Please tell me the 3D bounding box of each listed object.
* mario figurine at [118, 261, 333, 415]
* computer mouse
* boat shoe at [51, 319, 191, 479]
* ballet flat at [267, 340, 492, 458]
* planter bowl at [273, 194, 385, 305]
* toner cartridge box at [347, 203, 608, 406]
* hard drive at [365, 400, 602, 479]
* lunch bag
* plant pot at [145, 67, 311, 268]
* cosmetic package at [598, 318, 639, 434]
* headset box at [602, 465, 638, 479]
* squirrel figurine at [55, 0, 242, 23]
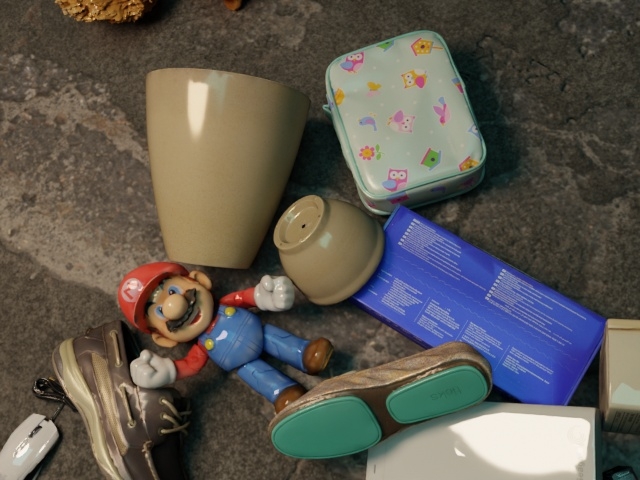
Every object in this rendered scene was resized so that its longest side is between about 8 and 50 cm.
[{"bbox_3d":[-0.149,0.135,0.967,0.321,0.170,0.198,27,41,2],"label":"mario figurine"},{"bbox_3d":[-0.447,0.311,1.044,0.106,0.042,0.193,27,78,15],"label":"computer mouse"},{"bbox_3d":[-0.263,0.264,0.985,0.130,0.132,0.355,-37,72,-4],"label":"boat shoe"},{"bbox_3d":[0.081,0.217,0.924,0.316,0.106,0.107,-18,108,12],"label":"ballet flat"},{"bbox_3d":[0.000,0.000,1.000,0.162,0.109,0.162,-29,38,26],"label":"planter bowl"},{"bbox_3d":[0.223,0.104,0.991,0.348,0.075,0.165,31,79,16],"label":"toner cartridge box"},{"bbox_3d":[0.204,0.315,0.882,0.308,0.040,0.202,-5,70,33],"label":"hard drive"},{"bbox_3d":[0.128,-0.190,1.082,0.224,0.108,0.279,-19,69,8],"label":"lunch bag"},{"bbox_3d":[-0.159,-0.098,1.042,0.257,0.256,0.273,7,89,11],"label":"plant pot"},{"bbox_3d":[0.499,0.175,0.790,0.310,0.160,0.113,1,65,18],"label":"cosmetic package"},{"bbox_3d":[0.412,0.346,0.892,0.032,0.062,0.083,-24,70,1],"label":"headset box"},{"bbox_3d":[-0.305,-0.544,1.214,0.397,0.281,0.370,-43,82,9],"label":"squirrel figurine"}]
